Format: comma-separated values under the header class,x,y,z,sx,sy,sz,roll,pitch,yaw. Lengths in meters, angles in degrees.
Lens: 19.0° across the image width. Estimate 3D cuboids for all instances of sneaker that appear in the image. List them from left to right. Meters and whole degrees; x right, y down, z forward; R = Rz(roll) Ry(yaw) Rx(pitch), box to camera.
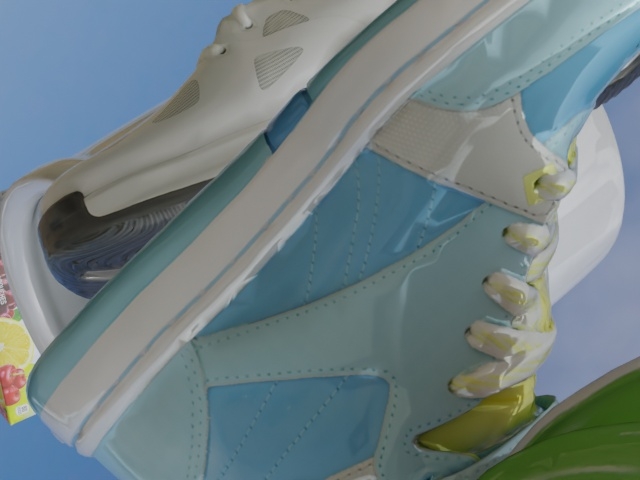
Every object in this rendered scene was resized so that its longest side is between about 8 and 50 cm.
class,x,y,z,sx,sy,sz,roll,pitch,yaw
sneaker,-0.014,-0.144,1.236,0.447,0.257,0.169,-25,163,-20
sneaker,0.064,0.025,0.694,0.319,0.208,0.127,-43,175,22

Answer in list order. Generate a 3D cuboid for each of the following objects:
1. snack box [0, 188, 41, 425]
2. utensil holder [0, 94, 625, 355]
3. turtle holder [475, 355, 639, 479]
class,x,y,z,sx,sy,sz,roll,pitch,yaw
snack box,-0.240,0.043,1.770,0.174,0.207,0.070,-22,-143,-25
utensil holder,0.000,0.000,1.497,0.385,0.328,0.327,-35,-171,-30
turtle holder,0.190,0.144,0.553,0.320,0.243,0.227,8,-154,36
